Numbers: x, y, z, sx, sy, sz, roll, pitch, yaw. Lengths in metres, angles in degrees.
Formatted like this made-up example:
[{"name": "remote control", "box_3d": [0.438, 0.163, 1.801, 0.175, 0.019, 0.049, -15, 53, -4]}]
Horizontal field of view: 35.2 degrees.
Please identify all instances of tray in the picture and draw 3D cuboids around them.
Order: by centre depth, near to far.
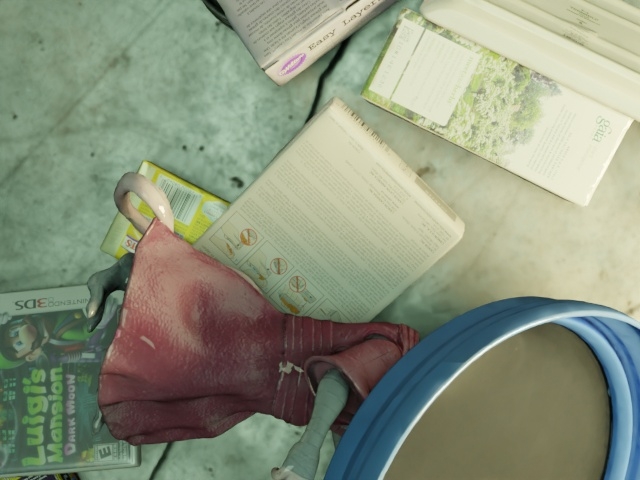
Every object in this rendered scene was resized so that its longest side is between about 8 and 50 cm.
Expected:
[{"name": "tray", "box_3d": [0.237, -0.200, 0.937, 0.270, 0.030, 0.145, 27, 53, 5]}]

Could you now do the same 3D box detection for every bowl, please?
[{"name": "bowl", "box_3d": [0.160, 0.231, 0.880, 0.391, 0.077, 0.391, -12, 112, -31]}]

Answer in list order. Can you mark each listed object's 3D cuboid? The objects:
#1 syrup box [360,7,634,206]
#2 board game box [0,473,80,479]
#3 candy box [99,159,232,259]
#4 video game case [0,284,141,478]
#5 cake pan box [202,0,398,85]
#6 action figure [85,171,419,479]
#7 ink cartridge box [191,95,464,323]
[{"name": "syrup box", "box_3d": [0.164, -0.125, 0.961, 0.237, 0.096, 0.093, 27, 97, 4]}, {"name": "board game box", "box_3d": [-0.322, 0.308, 1.060, 0.170, 0.048, 0.141, -28, 87, 7]}, {"name": "candy box", "box_3d": [-0.112, 0.009, 1.032, 0.206, 0.027, 0.105, 27, 97, 4]}, {"name": "video game case", "box_3d": [-0.271, 0.142, 1.033, 0.173, 0.022, 0.190, -6, 75, 7]}, {"name": "cake pan box", "box_3d": [-0.014, -0.315, 0.963, 0.267, 0.070, 0.246, -37, 74, 6]}, {"name": "action figure", "box_3d": [-0.025, 0.115, 0.947, 0.370, 0.248, 0.276, 5, 70, -2]}, {"name": "ink cartridge box", "box_3d": [0.000, 0.000, 0.994, 0.181, 0.056, 0.224, 44, 111, -5]}]
